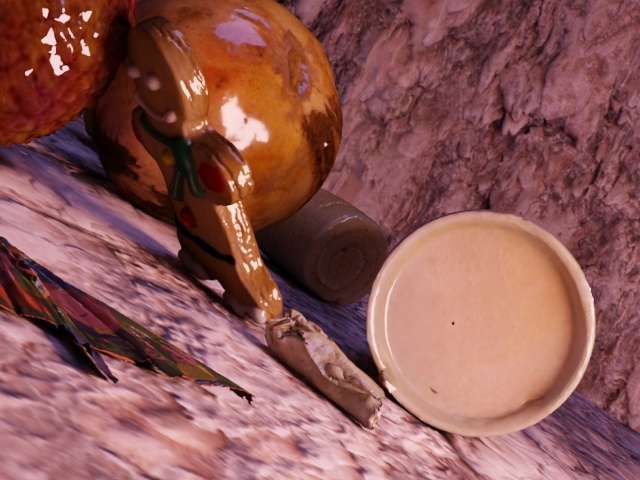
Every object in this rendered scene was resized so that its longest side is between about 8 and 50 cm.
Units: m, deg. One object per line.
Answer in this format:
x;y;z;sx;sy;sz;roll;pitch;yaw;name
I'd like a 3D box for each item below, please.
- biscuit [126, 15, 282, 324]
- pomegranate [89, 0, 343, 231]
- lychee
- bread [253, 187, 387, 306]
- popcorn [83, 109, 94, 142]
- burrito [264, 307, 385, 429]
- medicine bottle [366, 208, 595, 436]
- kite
-0.124;-0.067;1.189;0.197;0.049;0.301;30;-39;47;biscuit
-0.124;-0.156;1.518;0.322;0.322;0.322;33;4;-3;pomegranate
-0.295;-0.207;1.170;0.261;0.260;0.260;33;4;-3;lychee
0.000;0.000;1.757;0.141;0.134;0.148;37;-7;44;bread
-0.231;-0.188;1.805;0.218;0.189;0.169;35;3;19;popcorn
0.008;0.113;1.110;0.149;0.041;0.055;39;20;29;burrito
0.192;0.086;1.464;0.236;0.235;0.406;33;5;8;medicine bottle
-0.187;0.027;0.810;0.321;0.016;0.234;30;5;-38;kite
